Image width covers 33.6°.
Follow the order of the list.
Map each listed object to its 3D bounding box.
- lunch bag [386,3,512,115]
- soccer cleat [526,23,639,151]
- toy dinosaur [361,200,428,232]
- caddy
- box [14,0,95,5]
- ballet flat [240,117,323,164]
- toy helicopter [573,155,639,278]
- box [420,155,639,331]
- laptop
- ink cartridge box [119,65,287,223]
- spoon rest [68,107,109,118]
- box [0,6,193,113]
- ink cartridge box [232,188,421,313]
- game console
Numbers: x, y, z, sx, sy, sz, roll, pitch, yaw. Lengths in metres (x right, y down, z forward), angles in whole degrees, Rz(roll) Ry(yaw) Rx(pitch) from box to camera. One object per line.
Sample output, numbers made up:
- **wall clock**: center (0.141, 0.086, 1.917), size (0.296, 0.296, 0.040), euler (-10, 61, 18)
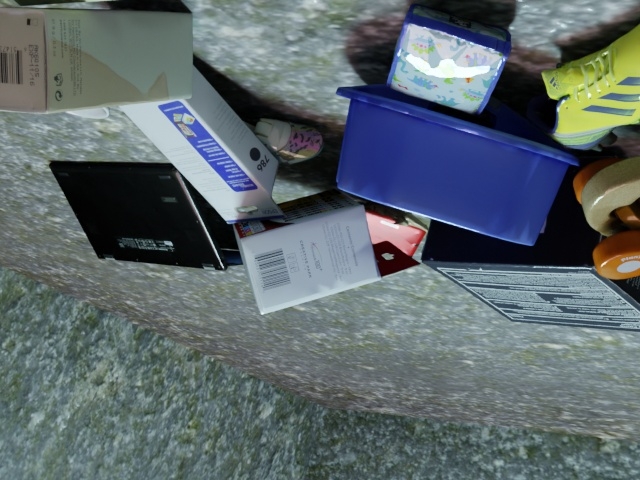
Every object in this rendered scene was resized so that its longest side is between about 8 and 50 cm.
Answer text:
- **lunch bag**: center (0.153, -0.223, 1.266), size (0.128, 0.096, 0.151), euler (16, 173, 2)
- **soccer cleat**: center (0.324, -0.182, 1.240), size (0.121, 0.093, 0.289), euler (20, 163, -3)
- **toy dinosaur**: center (0.149, -0.045, 1.911), size (0.183, 0.053, 0.092), euler (25, 176, 18)
- **caddy**: center (0.175, -0.121, 1.432), size (0.341, 0.179, 0.241), euler (16, -172, -3)
- **box**: center (-0.307, -0.374, 1.184), size (0.243, 0.117, 0.213), euler (6, 160, 34)
- **ballet flat**: center (-0.100, -0.168, 1.715), size (0.221, 0.077, 0.079), euler (8, 158, 39)
- **toy helicopter**: center (0.502, -0.074, 1.309), size (0.355, 0.140, 0.235), euler (-4, 151, -5)
- **box**: center (0.367, 0.009, 1.637), size (0.296, 0.183, 0.294), euler (2, 158, 41)
- **laptop**: center (-0.313, -0.062, 2.333), size (0.381, 0.236, 0.408), euler (4, 130, 35)
- **ink cartridge box**: center (-0.188, -0.162, 1.674), size (0.165, 0.065, 0.333), euler (-4, 135, 47)
- **spoon rest**: center (-0.430, -0.259, 1.713), size (0.137, 0.084, 0.276), euler (13, 162, 12)
- **box**: center (-0.304, -0.236, 1.361), size (0.148, 0.121, 0.311), euler (7, -167, 26)
- **ink cartridge box**: center (0.000, 0.000, 1.795), size (0.271, 0.130, 0.309), euler (-15, -170, -6)
- **game console**: center (0.120, -0.028, 2.043), size (0.144, 0.085, 0.124), euler (18, 132, -8)
